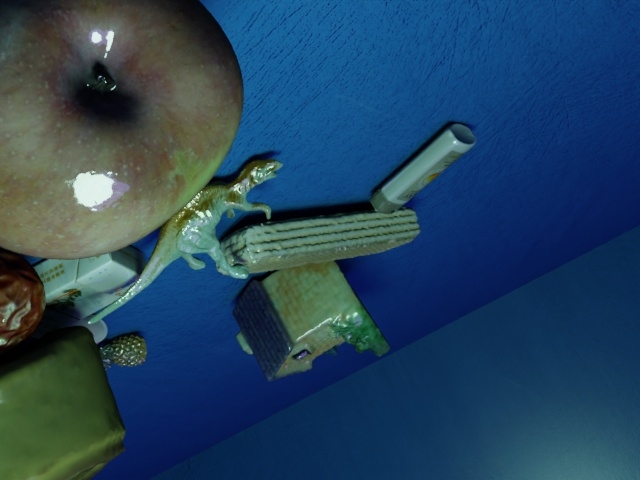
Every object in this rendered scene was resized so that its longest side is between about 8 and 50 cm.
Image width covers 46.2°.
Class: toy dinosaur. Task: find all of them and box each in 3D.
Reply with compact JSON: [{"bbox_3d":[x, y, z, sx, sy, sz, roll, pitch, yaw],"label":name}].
[{"bbox_3d":[-0.218,0.009,1.238,0.393,0.092,0.205,-28,144,-5],"label":"toy dinosaur"}]

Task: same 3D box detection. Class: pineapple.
[{"bbox_3d":[-0.454,0.241,1.599,0.159,0.074,0.074,-6,152,-30],"label":"pineapple"}]

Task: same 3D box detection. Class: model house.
[{"bbox_3d":[-0.033,0.196,1.700,0.280,0.245,0.312,-33,152,1],"label":"model house"}]

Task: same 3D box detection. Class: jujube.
[{"bbox_3d":[-0.506,0.099,1.055,0.183,0.183,0.243,-37,172,28],"label":"jujube"}]

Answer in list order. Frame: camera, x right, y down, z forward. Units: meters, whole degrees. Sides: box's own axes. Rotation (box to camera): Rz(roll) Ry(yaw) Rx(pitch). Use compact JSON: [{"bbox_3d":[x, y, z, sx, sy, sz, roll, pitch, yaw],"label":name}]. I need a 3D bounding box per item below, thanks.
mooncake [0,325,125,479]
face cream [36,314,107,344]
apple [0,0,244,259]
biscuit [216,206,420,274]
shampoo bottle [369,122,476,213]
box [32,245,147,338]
[{"bbox_3d":[-0.509,0.308,1.142,0.394,0.246,0.393,-24,179,5],"label":"mooncake"},{"bbox_3d":[-0.543,0.236,1.477,0.269,0.073,0.107,-34,168,21],"label":"face cream"},{"bbox_3d":[-0.225,-0.123,0.695,0.306,0.305,0.235,-13,-171,-27],"label":"apple"},{"bbox_3d":[0.000,0.000,1.483,0.426,0.078,0.144,-7,169,-37],"label":"biscuit"},{"bbox_3d":[0.194,-0.134,1.440,0.086,0.056,0.227,-12,157,-51],"label":"shampoo bottle"},{"bbox_3d":[-0.420,0.079,1.257,0.233,0.067,0.149,-28,161,6],"label":"box"}]
